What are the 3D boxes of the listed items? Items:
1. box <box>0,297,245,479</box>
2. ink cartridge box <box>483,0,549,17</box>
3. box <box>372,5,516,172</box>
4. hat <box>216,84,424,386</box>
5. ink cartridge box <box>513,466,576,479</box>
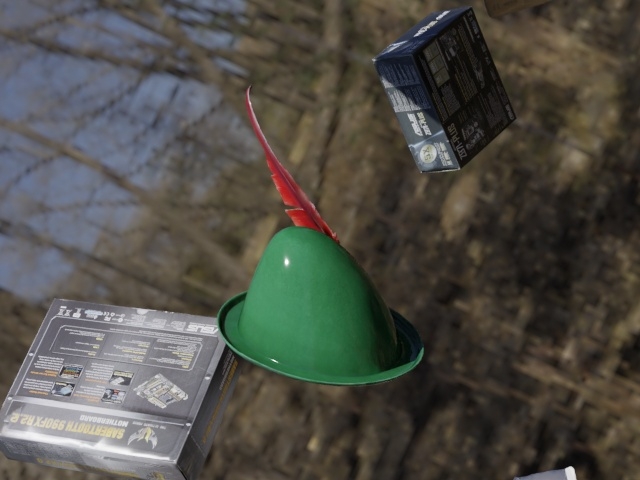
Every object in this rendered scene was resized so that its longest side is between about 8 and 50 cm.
[{"bbox_3d":[-0.212,0.160,1.788,0.056,0.231,0.183,66,-144,-48],"label":"box"},{"bbox_3d":[0.200,-0.372,1.905,0.234,0.088,0.193,10,-115,-80],"label":"ink cartridge box"},{"bbox_3d":[0.172,-0.206,2.297,0.077,0.180,0.147,-2,31,46],"label":"box"},{"bbox_3d":[0.000,0.000,1.423,0.173,0.208,0.184,-53,-25,-63],"label":"hat"},{"bbox_3d":[0.172,0.398,1.590,0.207,0.119,0.354,132,137,-74],"label":"ink cartridge box"}]
